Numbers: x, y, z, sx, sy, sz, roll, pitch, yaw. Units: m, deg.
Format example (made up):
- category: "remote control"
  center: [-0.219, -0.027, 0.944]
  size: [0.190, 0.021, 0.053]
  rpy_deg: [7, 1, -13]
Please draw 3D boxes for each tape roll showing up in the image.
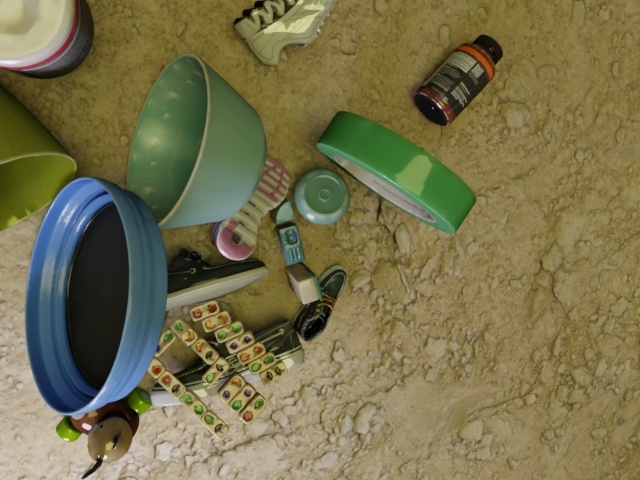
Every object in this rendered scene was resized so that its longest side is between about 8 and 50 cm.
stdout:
- category: "tape roll"
  center: [0.144, -0.130, 1.012]
  size: [0.321, 0.321, 0.077]
  rpy_deg: [32, 93, -21]

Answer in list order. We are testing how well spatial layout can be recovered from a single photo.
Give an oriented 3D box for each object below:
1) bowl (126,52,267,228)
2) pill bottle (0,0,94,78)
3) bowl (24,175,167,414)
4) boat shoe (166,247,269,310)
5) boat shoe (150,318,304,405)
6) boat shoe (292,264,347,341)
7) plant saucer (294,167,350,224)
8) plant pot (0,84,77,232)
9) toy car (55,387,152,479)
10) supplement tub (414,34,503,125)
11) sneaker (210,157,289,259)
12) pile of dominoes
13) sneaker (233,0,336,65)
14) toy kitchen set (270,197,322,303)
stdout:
- category: "bowl"
  center: [-0.211, -0.155, 0.934]
  size: [0.163, 0.311, 0.312]
  rpy_deg: [14, 99, -39]
- category: "pill bottle"
  center: [-0.443, -0.340, 0.783]
  size: [0.176, 0.318, 0.177]
  rpy_deg: [-4, 103, -16]
- category: "bowl"
  center: [-0.390, 0.090, 0.883]
  size: [0.077, 0.391, 0.392]
  rpy_deg: [9, 101, -48]
- category: "boat shoe"
  center: [-0.278, 0.074, 1.043]
  size: [0.339, 0.127, 0.113]
  rpy_deg: [-18, 75, -8]
- category: "boat shoe"
  center: [-0.204, 0.256, 1.119]
  size: [0.335, 0.121, 0.119]
  rpy_deg: [-16, 89, -16]
- category: "boat shoe"
  center: [0.010, 0.143, 1.162]
  size: [0.065, 0.083, 0.183]
  rpy_deg: [35, 91, -21]
- category: "plant saucer"
  center: [0.006, -0.093, 1.065]
  size: [0.119, 0.021, 0.120]
  rpy_deg: [1, 83, -11]
- category: "plant pot"
  center: [-0.597, -0.178, 0.820]
  size: [0.274, 0.275, 0.294]
  rpy_deg: [-35, 90, -7]
- category: "toy car"
  center: [-0.431, 0.380, 1.024]
  size: [0.149, 0.188, 0.155]
  rpy_deg: [41, 88, -21]
- category: "supplement tub"
  center: [0.305, -0.352, 1.127]
  size: [0.198, 0.106, 0.106]
  rpy_deg: [-46, 111, -3]
- category: "sneaker"
  center: [-0.153, -0.067, 1.062]
  size: [0.095, 0.104, 0.237]
  rpy_deg: [38, 67, -25]
- category: "pile of dominoes"
  center: [-0.208, 0.251, 1.034]
  size: [0.251, 0.040, 0.196]
  rpy_deg: [45, 75, -4]
- category: "sneaker"
  center: [-0.024, -0.457, 1.009]
  size: [0.292, 0.110, 0.118]
  rpy_deg: [-35, 118, 2]
- category: "toy kitchen set"
  center: [0.000, 0.000, 1.105]
  size: [0.166, 0.122, 0.207]
  rpy_deg: [-18, 107, -13]
